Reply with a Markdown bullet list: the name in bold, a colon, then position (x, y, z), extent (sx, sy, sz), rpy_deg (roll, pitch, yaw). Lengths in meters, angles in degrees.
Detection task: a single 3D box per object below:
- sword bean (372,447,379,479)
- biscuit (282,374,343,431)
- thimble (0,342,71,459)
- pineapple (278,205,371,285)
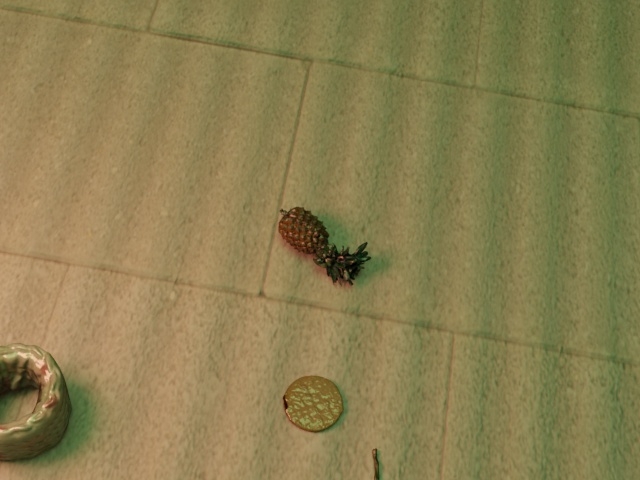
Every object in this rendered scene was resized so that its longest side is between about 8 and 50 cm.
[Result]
- **sword bean**: position (0.104, 0.427, 1.985), extent (0.012, 0.012, 0.083), rpy_deg (1, 55, -5)
- **biscuit**: position (-0.014, 0.313, 2.046), extent (0.120, 0.015, 0.120), rpy_deg (3, 56, -4)
- **thimble**: position (-0.561, 0.298, 1.922), extent (0.211, 0.149, 0.185), rpy_deg (-22, 63, -18)
- **pineapple**: position (0.000, 0.001, 2.215), extent (0.221, 0.083, 0.103), rpy_deg (39, 62, 16)
